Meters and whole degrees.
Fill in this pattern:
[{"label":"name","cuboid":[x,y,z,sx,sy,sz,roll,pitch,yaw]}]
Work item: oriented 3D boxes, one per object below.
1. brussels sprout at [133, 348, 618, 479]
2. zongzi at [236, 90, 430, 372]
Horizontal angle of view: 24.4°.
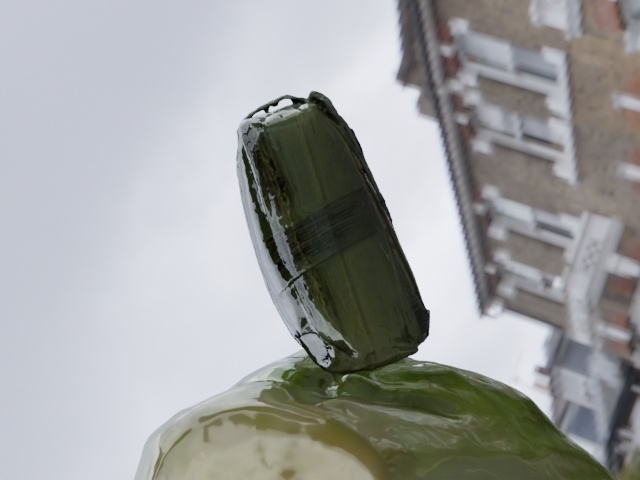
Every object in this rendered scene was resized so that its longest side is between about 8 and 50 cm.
[{"label":"brussels sprout","cuboid":[0.028,0.183,0.691,0.259,0.227,0.294,-44,-40,-2]},{"label":"zongzi","cuboid":[0.000,0.000,0.569,0.113,0.052,0.104,125,125,-86]}]
